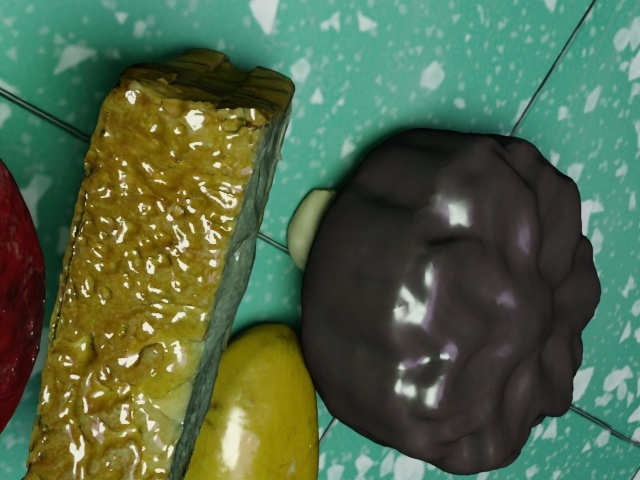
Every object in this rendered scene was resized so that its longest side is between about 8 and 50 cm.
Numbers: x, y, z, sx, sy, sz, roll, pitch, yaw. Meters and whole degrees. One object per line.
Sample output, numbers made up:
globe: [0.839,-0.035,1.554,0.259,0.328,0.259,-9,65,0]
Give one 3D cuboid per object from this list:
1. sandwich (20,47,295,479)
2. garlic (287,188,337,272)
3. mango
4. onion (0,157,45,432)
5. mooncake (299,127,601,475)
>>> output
sandwich: [-0.097,0.032,0.739,0.099,0.271,0.301,17,105,4]
garlic: [0.000,0.000,0.931,0.053,0.041,0.083,-22,117,-33]
mango: [-0.059,0.160,0.932,0.137,0.098,0.195,14,91,-42]
onion: [-0.278,0.039,0.601,0.276,0.276,0.276,-17,121,-30]
mooncake: [0.117,0.049,0.941,0.283,0.141,0.283,-14,110,-46]
